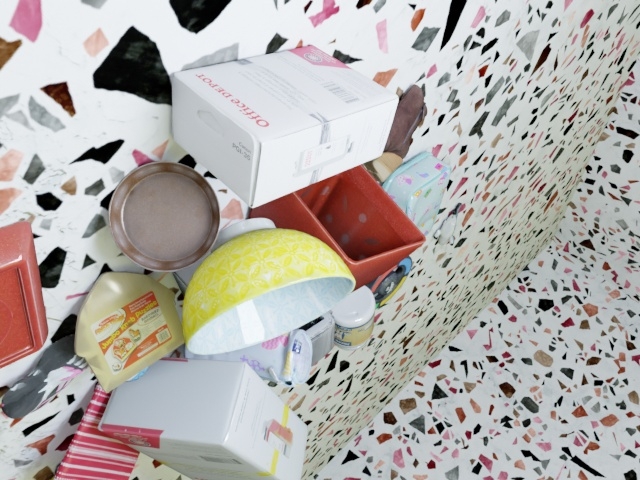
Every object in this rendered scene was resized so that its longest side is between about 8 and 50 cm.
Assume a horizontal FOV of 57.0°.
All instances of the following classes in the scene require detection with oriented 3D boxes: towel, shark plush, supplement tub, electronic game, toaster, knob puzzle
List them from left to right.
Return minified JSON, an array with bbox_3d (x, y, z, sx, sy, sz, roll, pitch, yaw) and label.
[{"bbox_3d":[-0.435,0.420,1.192,0.199,0.031,0.275,49,58,-57],"label":"towel"},{"bbox_3d":[-0.340,0.138,1.025,0.213,0.030,0.213,-11,106,-40],"label":"knob puzzle"},{"bbox_3d":[-0.059,0.260,1.581,0.227,0.129,0.146,-28,143,-32],"label":"toaster"},{"bbox_3d":[0.087,0.227,1.736,0.144,0.144,0.200,-38,151,-22],"label":"supplement tub"},{"bbox_3d":[0.218,0.139,1.929,0.229,0.048,0.229,-36,151,-24],"label":"electronic game"},{"bbox_3d":[0.439,-0.058,2.036,0.067,0.073,0.161,-31,133,-71],"label":"shark plush"}]

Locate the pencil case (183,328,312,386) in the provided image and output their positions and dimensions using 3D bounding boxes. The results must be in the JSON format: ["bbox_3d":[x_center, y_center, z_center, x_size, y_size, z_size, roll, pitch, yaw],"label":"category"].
[{"bbox_3d":[-0.153,0.242,1.251,0.113,0.273,0.124,60,38,-52],"label":"pencil case"}]

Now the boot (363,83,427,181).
[{"bbox_3d":[0.149,-0.262,1.287,0.207,0.090,0.248,-58,153,-9],"label":"boot"}]

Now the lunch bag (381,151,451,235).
[{"bbox_3d":[0.240,-0.092,1.590,0.224,0.108,0.279,-37,153,-34],"label":"lunch bag"}]

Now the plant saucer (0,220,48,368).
[{"bbox_3d":[-0.502,0.121,0.807,0.259,0.047,0.258,-26,145,-37],"label":"plant saucer"}]

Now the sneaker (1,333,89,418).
[{"bbox_3d":[-0.460,0.230,1.014,0.178,0.072,0.077,-38,175,-24],"label":"sneaker"}]

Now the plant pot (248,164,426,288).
[{"bbox_3d":[0.000,0.000,1.204,0.267,0.267,0.236,-13,148,-50],"label":"plant pot"}]

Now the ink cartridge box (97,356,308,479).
[{"bbox_3d":[-0.221,0.395,1.241,0.385,0.279,0.160,63,32,-50],"label":"ink cartridge box"}]

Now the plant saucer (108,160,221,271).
[{"bbox_3d":[-0.237,-0.036,0.907,0.168,0.168,0.029,-48,-174,-2],"label":"plant saucer"}]

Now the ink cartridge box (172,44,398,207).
[{"bbox_3d":[-0.055,-0.188,0.901,0.283,0.207,0.117,-26,144,-37],"label":"ink cartridge box"}]

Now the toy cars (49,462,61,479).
[{"bbox_3d":[-0.412,0.464,1.350,0.393,0.087,0.176,-19,141,-45],"label":"toy cars"}]

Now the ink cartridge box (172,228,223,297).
[{"bbox_3d":[-0.192,0.094,1.152,0.128,0.127,0.176,-37,152,-21],"label":"ink cartridge box"}]

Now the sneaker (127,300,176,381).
[{"bbox_3d":[-0.350,0.181,1.107,0.083,0.071,0.191,12,107,-54],"label":"sneaker"}]

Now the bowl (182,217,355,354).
[{"bbox_3d":[-0.103,0.058,0.967,0.289,0.156,0.289,-21,160,-8],"label":"bowl"}]
